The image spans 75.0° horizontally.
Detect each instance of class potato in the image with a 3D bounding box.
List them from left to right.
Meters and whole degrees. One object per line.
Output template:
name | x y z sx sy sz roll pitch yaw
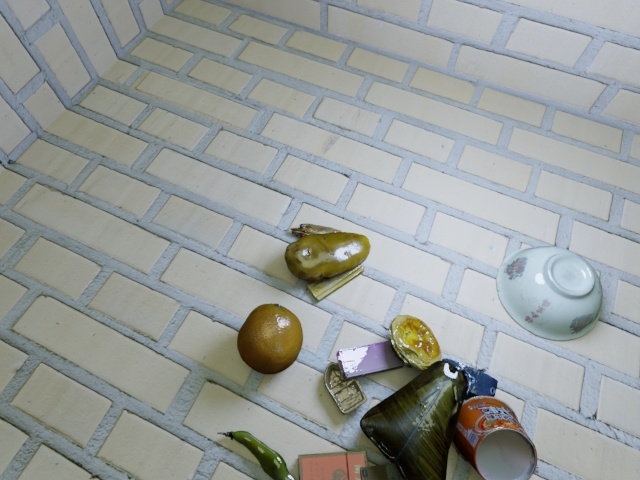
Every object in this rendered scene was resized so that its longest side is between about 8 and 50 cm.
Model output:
potato | 0.035 0.059 1.750 0.369 0.176 0.195 -11 21 -7

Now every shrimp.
shrimp | 0.000 0.000 1.862 0.295 0.062 0.154 19 69 8

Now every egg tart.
egg tart | 0.354 0.398 1.604 0.241 0.106 0.241 23 39 -20

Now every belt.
belt | 0.537 0.537 1.544 0.218 0.122 0.128 24 68 11

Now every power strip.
power strip | 0.192 0.453 1.593 0.279 0.037 0.109 -4 60 -22

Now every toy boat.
toy boat | 0.081 0.548 1.569 0.116 0.061 0.188 -27 66 -13

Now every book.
book | 0.231 0.829 1.403 0.199 0.016 0.138 6 60 -24

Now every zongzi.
zongzi | 0.408 0.661 1.379 0.403 0.208 0.432 -39 61 2

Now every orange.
orange | -0.186 0.360 1.553 0.264 0.264 0.264 0 62 0

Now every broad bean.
broad bean | -0.210 0.748 1.463 0.325 0.067 0.075 30 65 19

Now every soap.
soap | 0.065 0.161 1.789 0.252 0.037 0.092 -32 68 -17

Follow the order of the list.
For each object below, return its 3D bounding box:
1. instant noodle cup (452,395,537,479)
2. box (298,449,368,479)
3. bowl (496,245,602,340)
instant noodle cup | 0.574 0.672 1.383 0.251 0.192 0.250 0 91 3
box | 0.046 0.807 1.425 0.240 0.074 0.153 -2 58 -3
bowl | 0.970 0.173 1.701 0.435 0.196 0.434 0 62 0
